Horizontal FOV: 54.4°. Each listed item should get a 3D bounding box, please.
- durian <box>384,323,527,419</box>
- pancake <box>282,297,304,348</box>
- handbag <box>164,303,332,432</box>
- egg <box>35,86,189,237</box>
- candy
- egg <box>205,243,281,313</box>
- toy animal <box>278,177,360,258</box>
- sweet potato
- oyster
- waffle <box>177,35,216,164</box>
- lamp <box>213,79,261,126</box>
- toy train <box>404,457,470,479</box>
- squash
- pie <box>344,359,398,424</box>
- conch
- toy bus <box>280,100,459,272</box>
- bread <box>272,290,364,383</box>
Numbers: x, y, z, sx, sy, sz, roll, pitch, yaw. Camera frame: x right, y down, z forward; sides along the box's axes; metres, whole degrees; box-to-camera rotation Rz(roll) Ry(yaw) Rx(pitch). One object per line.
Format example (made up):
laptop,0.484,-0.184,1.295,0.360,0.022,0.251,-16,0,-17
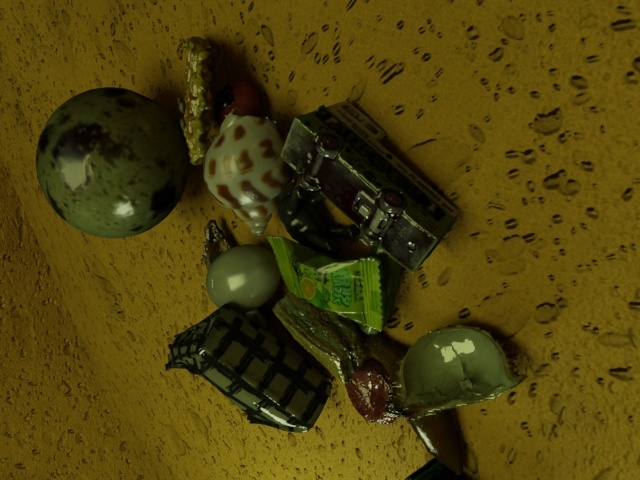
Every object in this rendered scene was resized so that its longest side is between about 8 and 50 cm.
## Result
durian,0.212,0.223,1.025,0.252,0.139,0.144,-16,105,20
pancake,-0.046,0.183,1.417,0.139,0.022,0.140,28,131,38
handbag,-0.188,0.313,1.474,0.325,0.163,0.327,39,151,-16
egg,-0.495,-0.173,1.497,0.345,0.345,0.428,57,152,10
candy,0.007,0.074,1.134,0.246,0.069,0.149,17,127,39
egg,-0.172,0.085,1.409,0.209,0.151,0.151,-30,86,47
toy animal,0.006,0.001,1.205,0.137,0.082,0.270,-15,105,56
sweet potato,0.173,0.286,1.166,0.346,0.079,0.108,58,155,14
oyster,-0.211,0.110,1.547,0.128,0.078,0.345,-17,95,32
waffle,-0.251,-0.295,1.278,0.262,0.060,0.281,137,131,-65
lamp,-0.166,-0.268,1.247,0.107,0.092,0.108,-15,66,37
toy train,0.256,0.547,1.177,0.243,0.132,0.188,28,122,39
squash,0.110,0.081,1.138,0.066,0.066,0.229,37,136,32
pie,0.111,0.315,1.289,0.153,0.038,0.154,25,126,39
conch,-0.142,-0.124,1.237,0.182,0.149,0.275,19,157,26
toy bus,0.083,-0.094,1.016,0.301,0.139,0.113,44,140,14
bread,0.007,0.183,1.256,0.196,0.102,0.138,40,168,29
